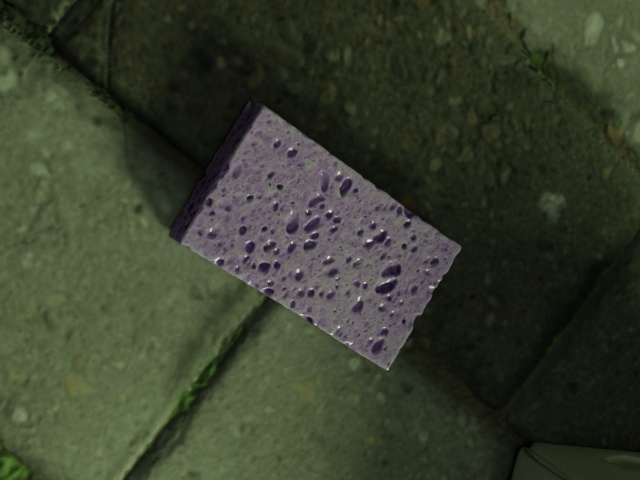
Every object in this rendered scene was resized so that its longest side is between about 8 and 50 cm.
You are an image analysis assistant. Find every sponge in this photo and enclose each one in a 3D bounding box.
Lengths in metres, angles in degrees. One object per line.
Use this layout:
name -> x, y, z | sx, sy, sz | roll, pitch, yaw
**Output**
sponge -> 0.000, 0.000, 0.874 | 0.210, 0.031, 0.117 | 34, 87, -28

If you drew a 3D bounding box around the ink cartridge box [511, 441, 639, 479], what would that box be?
ink cartridge box -> 0.260, 0.352, 1.027 | 0.226, 0.131, 0.306 | 8, 100, -26
